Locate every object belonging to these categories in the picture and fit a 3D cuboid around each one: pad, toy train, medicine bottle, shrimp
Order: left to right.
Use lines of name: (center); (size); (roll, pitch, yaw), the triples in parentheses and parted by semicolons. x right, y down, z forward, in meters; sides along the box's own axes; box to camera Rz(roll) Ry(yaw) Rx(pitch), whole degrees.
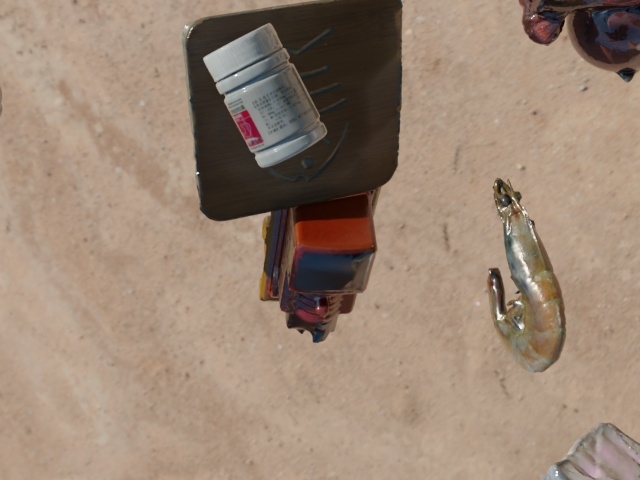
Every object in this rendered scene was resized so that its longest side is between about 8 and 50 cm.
medicine bottle: (-0.040, -0.106, 0.693); (0.058, 0.058, 0.091); (-18, 106, 40)
pad: (-0.027, -0.166, 1.214); (0.018, 0.287, 0.284); (-124, 28, -52)
toy train: (0.000, 0.000, 1.410); (0.163, 0.231, 0.369); (2, 139, -8)
shrimp: (0.246, 0.045, 1.199); (0.143, 0.052, 0.251); (142, 125, -61)

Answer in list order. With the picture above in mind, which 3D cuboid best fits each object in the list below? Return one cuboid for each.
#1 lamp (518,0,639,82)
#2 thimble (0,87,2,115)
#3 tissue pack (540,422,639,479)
lamp: (0.382, -0.310, 1.253); (0.215, 0.151, 0.223); (-17, 143, 20)
thimble: (-0.532, -0.169, 1.154); (0.250, 0.172, 0.205); (23, 146, 3)
tissue pack: (0.275, 0.402, 0.902); (0.288, 0.124, 0.394); (39, 133, 23)
